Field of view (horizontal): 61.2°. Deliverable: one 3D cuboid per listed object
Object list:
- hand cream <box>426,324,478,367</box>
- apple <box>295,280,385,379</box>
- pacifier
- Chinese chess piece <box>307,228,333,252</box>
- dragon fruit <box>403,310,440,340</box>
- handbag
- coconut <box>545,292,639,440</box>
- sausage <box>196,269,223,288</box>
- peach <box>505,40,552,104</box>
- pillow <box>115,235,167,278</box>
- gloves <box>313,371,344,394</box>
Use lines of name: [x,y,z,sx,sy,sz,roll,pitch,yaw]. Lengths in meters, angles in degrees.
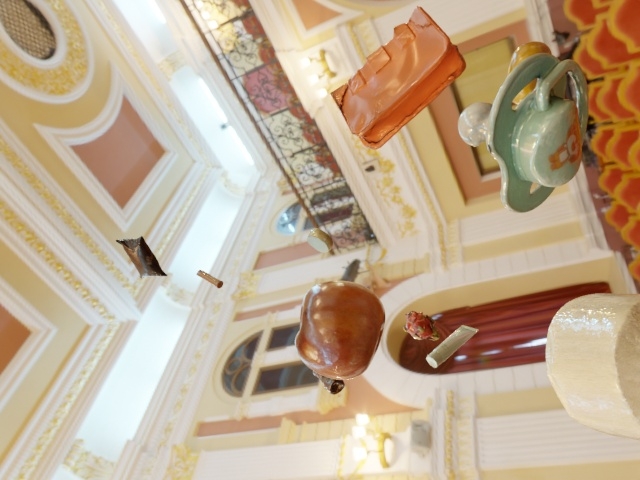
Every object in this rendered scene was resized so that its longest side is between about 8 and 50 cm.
hand cream: [0.446,0.354,1.839,0.205,0.078,0.050,-34,-71,-25]
apple: [0.043,0.223,1.381,0.253,0.253,0.253,44,-142,-49]
pacifier: [0.414,-0.237,1.138,0.288,0.269,0.343,-41,-47,-15]
Chinese chess piece: [0.000,0.000,1.663,0.034,0.084,0.084,-53,-50,-25]
dragon fruit: [0.308,0.261,1.628,0.116,0.086,0.081,34,-100,-25]
handbag: [0.238,-0.511,1.732,0.116,0.410,0.303,29,-151,-41]
coconut: [0.502,0.205,0.903,0.237,0.266,0.237,2,-94,-23]
sausage: [-0.333,0.113,1.616,0.026,0.116,0.026,-23,-57,-41]
peach: [0.593,-0.472,1.534,0.179,0.103,0.179,-31,-50,-45]
pillow: [-0.502,0.048,1.521,0.048,0.090,0.150,-52,-46,-38]
gloves: [0.037,0.536,2.289,0.119,0.142,0.285,57,178,-18]
